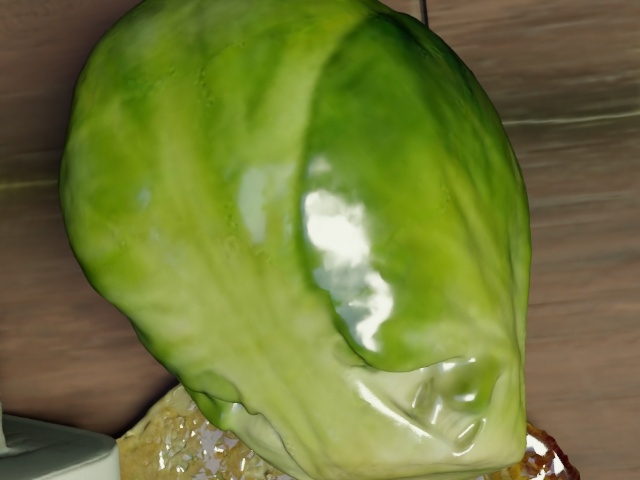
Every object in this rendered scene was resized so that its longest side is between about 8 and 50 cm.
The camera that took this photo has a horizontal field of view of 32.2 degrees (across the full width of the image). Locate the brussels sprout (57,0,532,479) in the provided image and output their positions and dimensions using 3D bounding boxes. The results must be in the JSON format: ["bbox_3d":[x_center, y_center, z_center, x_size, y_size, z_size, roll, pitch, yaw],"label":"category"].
[{"bbox_3d":[0.000,0.000,0.552,0.210,0.219,0.271,-25,76,12],"label":"brussels sprout"}]

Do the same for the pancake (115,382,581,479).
[{"bbox_3d":[0.002,0.230,0.659,0.356,0.065,0.356,0,95,5],"label":"pancake"}]

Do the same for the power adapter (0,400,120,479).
[{"bbox_3d":[-0.201,0.174,0.622,0.187,0.124,0.255,1,96,36],"label":"power adapter"}]
